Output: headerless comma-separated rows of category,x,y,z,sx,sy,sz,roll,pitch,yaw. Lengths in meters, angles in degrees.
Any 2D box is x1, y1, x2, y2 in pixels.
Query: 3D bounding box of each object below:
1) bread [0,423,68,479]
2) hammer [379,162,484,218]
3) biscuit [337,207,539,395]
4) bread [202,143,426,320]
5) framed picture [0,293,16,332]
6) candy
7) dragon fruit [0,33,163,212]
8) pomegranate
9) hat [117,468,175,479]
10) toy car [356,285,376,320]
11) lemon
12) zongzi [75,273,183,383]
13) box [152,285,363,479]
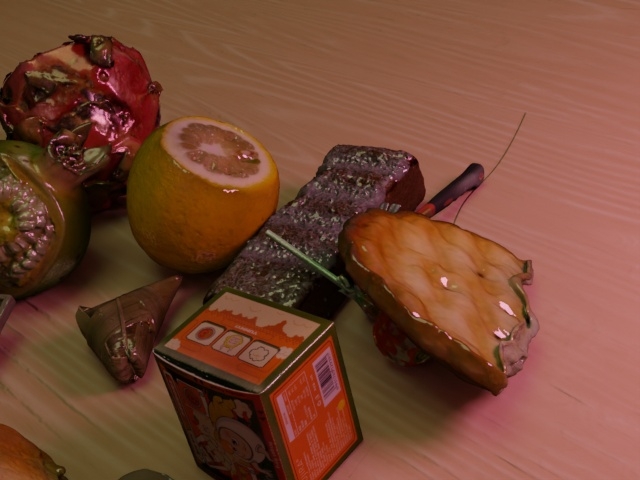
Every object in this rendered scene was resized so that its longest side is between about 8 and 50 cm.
bread,-0.433,0.304,1.284,0.262,0.162,0.204,-12,19,-22
hammer,0.169,-0.047,1.645,0.033,0.111,0.288,14,34,36
biscuit,0.183,0.069,1.389,0.335,0.078,0.329,-4,43,-44
bread,0.000,0.000,1.606,0.165,0.113,0.416,7,40,32
framed picture,-0.610,0.198,1.553,0.241,0.020,0.324,2,48,13
candy,0.041,0.065,1.435,0.288,0.078,0.084,36,50,17
dragon fruit,-0.400,-0.181,1.922,0.296,0.314,0.263,-26,77,7
pomegranate,-0.470,-0.056,1.716,0.341,0.260,0.260,-36,30,15
hat,-0.216,0.321,1.237,0.147,0.085,0.175,-19,35,-6
toy car,0.113,0.060,1.523,0.142,0.069,0.055,-32,-2,-25
lemon,-0.192,-0.058,1.674,0.240,0.219,0.240,18,32,-12
zongzi,-0.249,0.124,1.554,0.176,0.078,0.160,-24,39,-20
box,-0.074,0.188,1.279,0.178,0.195,0.148,16,44,36
